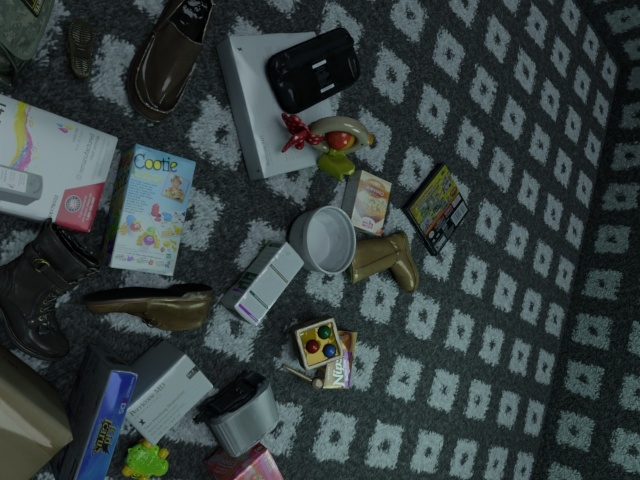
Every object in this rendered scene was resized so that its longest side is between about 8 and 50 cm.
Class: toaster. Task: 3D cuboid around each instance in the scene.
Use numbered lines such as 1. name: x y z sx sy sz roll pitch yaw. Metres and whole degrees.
1. toaster: -0.220 0.479 1.247 0.227 0.129 0.146 -32 112 -32

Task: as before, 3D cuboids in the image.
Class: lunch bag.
1. lunch bag: -0.596 -0.450 0.841 0.169 0.287 0.235 19 80 -35

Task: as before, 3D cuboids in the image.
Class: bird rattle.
1. bird rattle: 0.024 -0.288 1.247 0.253 0.207 0.143 31 56 -43

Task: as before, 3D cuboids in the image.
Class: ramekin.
1. ramekin: 0.000 0.000 1.386 0.207 0.109 0.207 4 85 -44

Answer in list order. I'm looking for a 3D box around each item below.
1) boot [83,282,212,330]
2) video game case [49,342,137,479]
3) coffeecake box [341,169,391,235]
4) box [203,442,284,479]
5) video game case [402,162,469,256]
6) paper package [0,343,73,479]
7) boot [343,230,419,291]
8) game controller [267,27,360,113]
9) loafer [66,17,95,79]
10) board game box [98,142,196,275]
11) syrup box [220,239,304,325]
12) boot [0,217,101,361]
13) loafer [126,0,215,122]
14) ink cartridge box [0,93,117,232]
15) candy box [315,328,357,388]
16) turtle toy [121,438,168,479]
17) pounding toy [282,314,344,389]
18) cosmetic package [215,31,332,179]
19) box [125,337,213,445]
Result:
1. boot: -0.413 0.172 1.115 0.305 0.112 0.115 4 100 -38
2. video game case: -0.489 0.382 0.975 0.061 0.244 0.269 22 79 -36
3. coffeecake box: 0.150 -0.123 1.530 0.142 0.068 0.185 17 82 -36
4. box: -0.179 0.709 1.269 0.142 0.154 0.300 -31 109 -31
5. video game case: 0.455 -0.121 1.772 0.275 0.035 0.248 -49 118 -23
6. paper package: -0.641 0.278 0.821 0.168 0.309 0.325 -47 116 -25
7. boot: 0.201 0.099 1.570 0.269 0.089 0.236 -17 91 -34
8. game controller: -0.008 -0.486 1.300 0.319 0.067 0.166 -36 126 -30
9. loafer: -0.544 -0.429 1.027 0.056 0.050 0.148 10 70 -39
10. board game box: -0.411 -0.067 1.078 0.144 0.142 0.275 14 84 -35
11. syrup box: -0.164 0.117 1.294 0.237 0.093 0.096 -52 120 -23
12. boot: -0.552 0.110 0.947 0.229 0.091 0.263 -30 111 6
13. loafer: -0.361 -0.467 1.106 0.134 0.130 0.366 21 80 -35
14. ink cartridge box: -0.612 -0.160 0.937 0.306 0.131 0.226 18 82 -37
15. candy box: 0.051 0.384 1.486 0.109 0.053 0.186 14 82 -35
16. turtle toy: -0.429 0.548 1.134 0.095 0.066 0.130 -52 119 -23
17. pounding toy: -0.024 0.354 1.375 0.181 0.094 0.206 -16 91 -15
18. cosmetic package: -0.110 -0.389 1.313 0.284 0.097 0.377 -21 104 -36
19. box: -0.387 0.351 1.086 0.181 0.182 0.119 -44 116 -26
